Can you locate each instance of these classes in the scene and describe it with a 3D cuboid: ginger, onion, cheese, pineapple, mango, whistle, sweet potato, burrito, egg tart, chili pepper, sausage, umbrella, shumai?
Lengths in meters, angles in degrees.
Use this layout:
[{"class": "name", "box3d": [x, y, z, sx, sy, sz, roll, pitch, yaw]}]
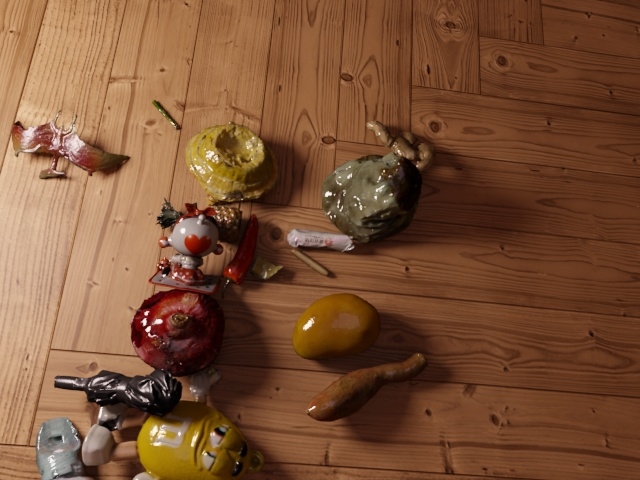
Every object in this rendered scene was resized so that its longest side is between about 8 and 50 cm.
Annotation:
[{"class": "ginger", "box3d": [0.267, -0.318, 1.835, 0.258, 0.065, 0.149, 38, 40, 17]}, {"class": "onion", "box3d": [-0.371, 0.234, 1.496, 0.252, 0.219, 0.252, 7, 60, -11]}, {"class": "cheese", "box3d": [-0.157, 0.088, 1.667, 0.084, 0.041, 0.060, 16, 62, 14]}, {"class": "pineapple", "box3d": [-0.357, -0.055, 1.655, 0.251, 0.125, 0.125, 8, 71, 1]}, {"class": "mango", "box3d": [0.043, 0.240, 1.592, 0.254, 0.139, 0.175, -9, 70, -4]}, {"class": "whistle", "box3d": [-0.631, 0.597, 1.378, 0.189, 0.189, 0.348, -18, 64, -13]}, {"class": "sweet potato", "box3d": [0.125, 0.405, 1.570, 0.385, 0.109, 0.109, -19, 75, -26]}, {"class": "burrito", "box3d": [0.000, 0.000, 1.706, 0.203, 0.064, 0.064, 5, 71, -2]}, {"class": "egg tart", "box3d": [-0.255, -0.247, 1.691, 0.290, 0.115, 0.290, 11, 58, -19]}, {"class": "chili pepper", "box3d": [-0.231, 0.048, 1.654, 0.063, 0.071, 0.272, 14, 68, 18]}, {"class": "sausage", "box3d": [-0.032, 0.067, 1.699, 0.132, 0.024, 0.024, 35, 71, 5]}, {"class": "umbrella", "box3d": [-0.512, 0.370, 1.414, 0.340, 0.118, 0.118, 4, 70, 12]}, {"class": "shumai", "box3d": [0.168, -0.163, 1.677, 0.304, 0.263, 0.309, 25, 70, -1]}]

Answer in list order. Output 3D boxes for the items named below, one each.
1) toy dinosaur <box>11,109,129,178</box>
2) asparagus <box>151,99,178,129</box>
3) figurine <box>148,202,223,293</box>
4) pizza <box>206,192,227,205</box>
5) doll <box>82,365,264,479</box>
[{"class": "toy dinosaur", "box3d": [-0.762, -0.286, 1.693, 0.327, 0.113, 0.206, -9, 99, 1]}, {"class": "asparagus", "box3d": [-0.495, -0.401, 1.796, 0.015, 0.018, 0.127, -42, 80, 8]}, {"class": "figurine", "box3d": [-0.355, 0.009, 1.554, 0.183, 0.160, 0.226, 10, 102, -4]}, {"class": "pizza", "box3d": [-0.298, -0.163, 1.728, 0.175, 0.046, 0.134, 26, 70, 1]}, {"class": "doll", "box3d": [-0.386, 0.491, 1.450, 0.423, 0.161, 0.348, -12, 58, -18]}]
